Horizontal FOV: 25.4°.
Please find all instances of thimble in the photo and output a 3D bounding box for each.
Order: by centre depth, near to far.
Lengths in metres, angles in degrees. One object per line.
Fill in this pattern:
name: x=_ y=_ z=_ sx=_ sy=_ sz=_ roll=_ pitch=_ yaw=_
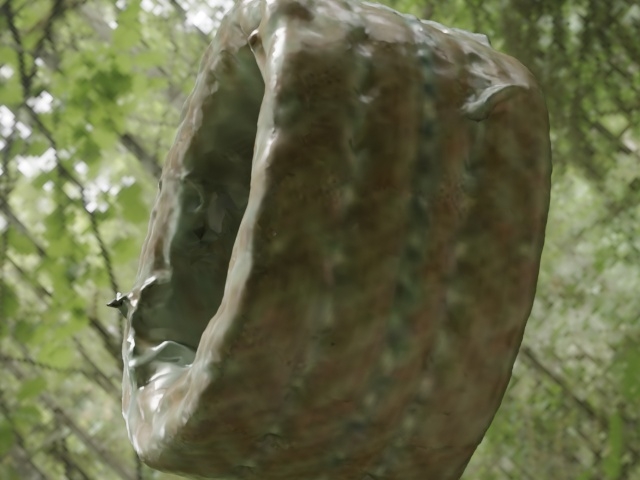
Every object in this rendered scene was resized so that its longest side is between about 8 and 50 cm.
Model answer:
thimble: x=0.000 y=0.006 z=0.655 sx=0.148 sy=0.196 sz=0.229 roll=13 pitch=-71 yaw=-21
